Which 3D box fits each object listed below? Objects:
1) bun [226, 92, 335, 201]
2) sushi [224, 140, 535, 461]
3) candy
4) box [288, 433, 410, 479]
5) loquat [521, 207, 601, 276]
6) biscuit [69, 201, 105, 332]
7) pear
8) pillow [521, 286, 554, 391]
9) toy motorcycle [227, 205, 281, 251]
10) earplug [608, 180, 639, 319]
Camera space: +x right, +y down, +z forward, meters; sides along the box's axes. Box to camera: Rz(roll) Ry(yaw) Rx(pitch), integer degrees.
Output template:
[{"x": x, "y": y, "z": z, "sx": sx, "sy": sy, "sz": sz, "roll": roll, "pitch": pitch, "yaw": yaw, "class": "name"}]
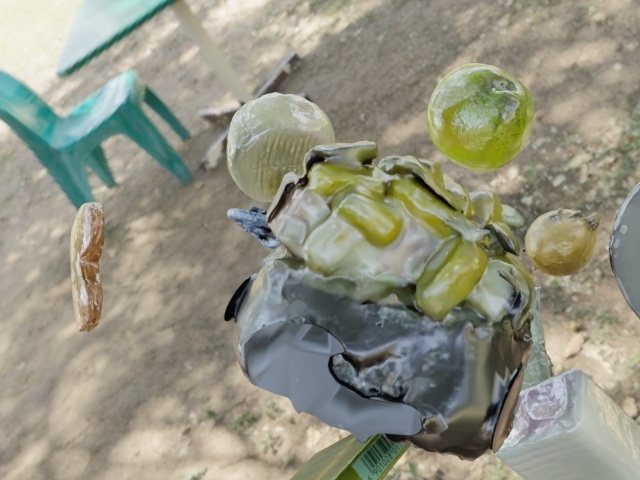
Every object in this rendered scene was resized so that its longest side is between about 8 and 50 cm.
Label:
[{"x": -0.070, "y": -0.160, "z": 1.473, "sx": 0.193, "sy": 0.178, "sz": 0.128, "roll": 100, "pitch": 165, "yaw": -46, "class": "bun"}, {"x": 0.089, "y": 0.048, "z": 0.961, "sx": 0.328, "sy": 0.328, "sz": 0.285, "roll": 15, "pitch": 96, "yaw": 25, "class": "sushi"}, {"x": 0.510, "y": 0.414, "z": 1.695, "sx": 0.208, "sy": 0.358, "sz": 0.145, "roll": -30, "pitch": 32, "yaw": 32, "class": "candy"}, {"x": -0.024, "y": 0.294, "z": 0.922, "sx": 0.173, "sy": 0.043, "sz": 0.311, "roll": -39, "pitch": -3, "yaw": 39, "class": "box"}, {"x": 0.572, "y": -0.001, "z": 2.047, "sx": 0.204, "sy": 0.172, "sz": 0.149, "roll": -45, "pitch": 50, "yaw": 35, "class": "loquat"}, {"x": -0.371, "y": 0.042, "z": 1.385, "sx": 0.186, "sy": 0.036, "sz": 0.192, "roll": 148, "pitch": 118, "yaw": -61, "class": "biscuit"}, {"x": 0.277, "y": -0.214, "z": 1.486, "sx": 0.187, "sy": 0.187, "sz": 0.220, "roll": -54, "pitch": -1, "yaw": -9, "class": "pear"}, {"x": 0.412, "y": 0.216, "z": 1.835, "sx": 0.148, "sy": 0.050, "sz": 0.230, "roll": -20, "pitch": 57, "yaw": 30, "class": "pillow"}, {"x": 0.000, "y": 0.000, "z": 1.180, "sx": 0.135, "sy": 0.254, "sz": 0.092, "roll": 98, "pitch": -173, "yaw": -82, "class": "toy motorcycle"}, {"x": 0.752, "y": 0.007, "z": 1.522, "sx": 0.312, "sy": 0.394, "sz": 0.313, "roll": 16, "pitch": 110, "yaw": 55, "class": "earplug"}]
